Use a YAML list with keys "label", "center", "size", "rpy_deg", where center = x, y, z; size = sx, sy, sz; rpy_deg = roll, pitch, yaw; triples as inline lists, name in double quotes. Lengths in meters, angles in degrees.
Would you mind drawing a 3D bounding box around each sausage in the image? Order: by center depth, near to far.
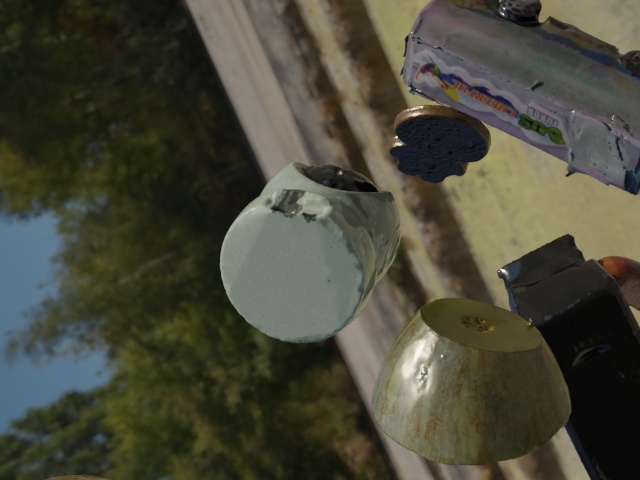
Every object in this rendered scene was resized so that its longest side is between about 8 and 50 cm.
- label: "sausage"
  center: [0.565, 0.087, 2.253]
  size: [0.300, 0.083, 0.089]
  rpy_deg: [22, -152, -37]

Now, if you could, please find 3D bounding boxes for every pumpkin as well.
- label: "pumpkin"
  center: [0.161, 0.133, 1.427]
  size: [0.217, 0.217, 0.110]
  rpy_deg: [-122, 25, -62]

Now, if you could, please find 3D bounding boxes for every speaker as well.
- label: "speaker"
  center: [0.445, 0.201, 2.158]
  size: [0.388, 0.180, 0.184]
  rpy_deg: [62, -174, -11]

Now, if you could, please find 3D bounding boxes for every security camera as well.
- label: "security camera"
  center: [0.000, 0.000, 1.647]
  size: [0.195, 0.194, 0.236]
  rpy_deg: [66, -154, -12]

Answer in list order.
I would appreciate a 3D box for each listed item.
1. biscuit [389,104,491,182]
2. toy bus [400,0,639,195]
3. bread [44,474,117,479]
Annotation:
- label: "biscuit"
  center: [0.147, -0.125, 1.687]
  size: [0.175, 0.124, 0.026]
  rpy_deg: [124, 164, -64]
- label: "toy bus"
  center: [0.244, -0.163, 1.409]
  size: [0.317, 0.138, 0.112]
  rpy_deg: [29, 141, 23]
- label: "bread"
  center: [-0.341, 0.537, 2.124]
  size: [0.376, 0.348, 0.253]
  rpy_deg: [23, 117, 23]
